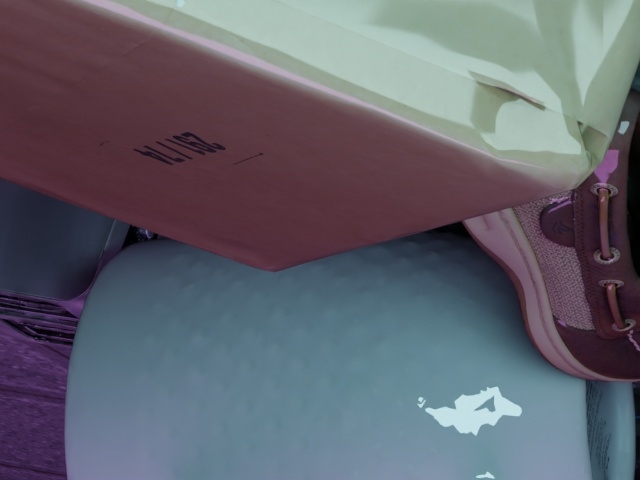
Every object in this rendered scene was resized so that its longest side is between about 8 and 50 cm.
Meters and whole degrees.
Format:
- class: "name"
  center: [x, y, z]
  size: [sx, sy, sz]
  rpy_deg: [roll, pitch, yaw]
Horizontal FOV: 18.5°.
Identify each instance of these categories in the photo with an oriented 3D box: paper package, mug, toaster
- class: "paper package"
  center: [-0.073, -0.122, 0.755]
  size: [0.309, 0.168, 0.325]
  rpy_deg: [20, 168, -17]
- class: "mug"
  center: [0.022, 0.145, 1.281]
  size: [0.328, 0.374, 0.276]
  rpy_deg: [-4, 115, 19]
- class: "toaster"
  center: [-0.198, 0.010, 1.479]
  size: [0.186, 0.110, 0.168]
  rpy_deg: [8, 163, 21]

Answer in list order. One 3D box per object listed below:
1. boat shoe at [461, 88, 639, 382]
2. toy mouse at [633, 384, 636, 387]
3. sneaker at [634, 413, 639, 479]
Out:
- class: "boat shoe"
  center: [0.180, -0.001, 1.097]
  size: [0.123, 0.123, 0.342]
  rpy_deg: [7, 157, 28]
- class: "toy mouse"
  center: [0.196, 0.084, 1.541]
  size: [0.161, 0.031, 0.143]
  rpy_deg: [18, 165, -16]
- class: "sneaker"
  center: [0.401, 0.241, 1.718]
  size: [0.341, 0.139, 0.125]
  rpy_deg: [17, 168, -4]
